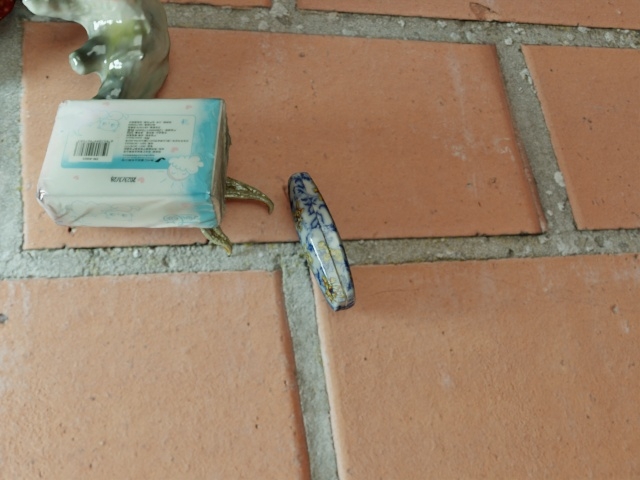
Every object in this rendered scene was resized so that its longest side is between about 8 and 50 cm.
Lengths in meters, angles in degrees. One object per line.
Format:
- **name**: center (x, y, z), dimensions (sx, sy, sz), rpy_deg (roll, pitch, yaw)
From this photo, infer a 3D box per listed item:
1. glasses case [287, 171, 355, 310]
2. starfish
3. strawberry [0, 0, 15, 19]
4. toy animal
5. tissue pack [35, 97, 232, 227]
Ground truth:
- **glasses case**: center (0.000, 0.000, 1.226), dimensions (0.065, 0.087, 0.247), rpy_deg (-17, 73, -8)
- **starfish**: center (-0.206, -0.064, 1.220), dimensions (0.248, 0.050, 0.138), rpy_deg (19, 65, -4)
- **strawberry**: center (-0.625, -0.500, 1.145), dimensions (0.318, 0.295, 0.345), rpy_deg (-29, 114, -19)
- **toy animal**: center (-0.344, -0.378, 1.215), dimensions (0.266, 0.188, 0.307), rpy_deg (26, 53, -44)
- **tissue pack**: center (-0.284, -0.120, 1.144), dimensions (0.271, 0.124, 0.201), rpy_deg (1, 57, 1)
